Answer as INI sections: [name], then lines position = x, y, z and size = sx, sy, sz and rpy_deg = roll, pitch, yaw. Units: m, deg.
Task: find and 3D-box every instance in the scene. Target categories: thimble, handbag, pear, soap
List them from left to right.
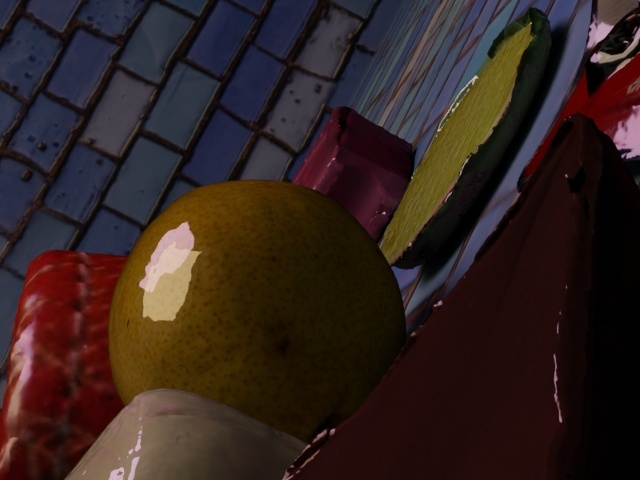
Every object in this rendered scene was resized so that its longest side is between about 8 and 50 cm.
[thimble]
position = -0.206, 0.184, 1.371
size = 0.350, 0.230, 0.350
rpy_deg = -171, 90, -81
[pear]
position = -0.042, 0.067, 0.918
size = 0.209, 0.208, 0.209
rpy_deg = -61, 5, 9
[soap]
position = 0.000, 0.000, 1.469
size = 0.250, 0.099, 0.162
rpy_deg = -60, 12, 20
[handbag]
position = 0.043, 0.119, 0.452
size = 0.260, 0.084, 0.275
rpy_deg = -54, 9, 40

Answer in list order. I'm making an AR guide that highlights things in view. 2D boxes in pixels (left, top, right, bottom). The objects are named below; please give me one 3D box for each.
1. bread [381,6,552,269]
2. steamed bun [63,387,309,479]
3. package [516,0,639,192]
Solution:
[bread]
position = 0.112, -0.072, 1.053
size = 0.228, 0.033, 0.228
rpy_deg = -60, 7, 12
[steamed bun]
position = -0.060, 0.177, 0.630
size = 0.152, 0.170, 0.239
rpy_deg = -48, 17, 57
[package]
position = 0.180, -0.153, 0.678
size = 0.194, 0.071, 0.269
rpy_deg = 133, 153, -77
